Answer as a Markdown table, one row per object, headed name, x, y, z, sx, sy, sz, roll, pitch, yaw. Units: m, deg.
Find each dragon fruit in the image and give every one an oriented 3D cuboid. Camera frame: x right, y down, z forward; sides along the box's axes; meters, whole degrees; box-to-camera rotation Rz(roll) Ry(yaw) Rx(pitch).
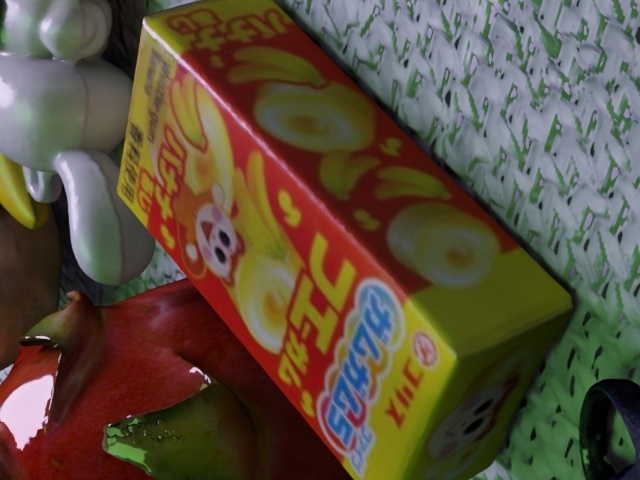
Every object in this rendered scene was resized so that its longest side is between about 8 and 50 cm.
| name | x | y | z | sx | sy | sz | roll | pitch | yaw |
| --- | --- | --- | --- | --- | --- | --- | --- | --- | --- |
| dragon fruit | -0.126 | 0.178 | 0.917 | 0.305 | 0.226 | 0.305 | 29 | 127 | 46 |

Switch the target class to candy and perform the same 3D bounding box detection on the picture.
| name | x | y | z | sx | sy | sz | roll | pitch | yaw |
| --- | --- | --- | --- | --- | --- | --- | --- | --- | --- |
| candy | 0.000 | 0.000 | 0.760 | 0.276 | 0.088 | 0.146 | 48 | 141 | 27 |

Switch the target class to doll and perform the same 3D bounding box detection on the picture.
| name | x | y | z | sx | sy | sz | roll | pitch | yaw |
| --- | --- | --- | --- | --- | --- | --- | --- | --- | --- |
| doll | -0.183 | -0.112 | 0.948 | 0.252 | 0.111 | 0.237 | 22 | 110 | 50 |

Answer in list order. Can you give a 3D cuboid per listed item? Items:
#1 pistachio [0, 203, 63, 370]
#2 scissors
| name | x | y | z | sx | sy | sz | roll | pitch | yaw |
| --- | --- | --- | --- | --- | --- | --- | --- | --- | --- |
| pistachio | -0.326 | 0.001 | 1.101 | 0.309 | 0.230 | 0.229 | 28 | 129 | 43 |
| scissors | 0.149 | 0.090 | 0.541 | 0.300 | 0.022 | 0.109 | 106 | 153 | -74 |
